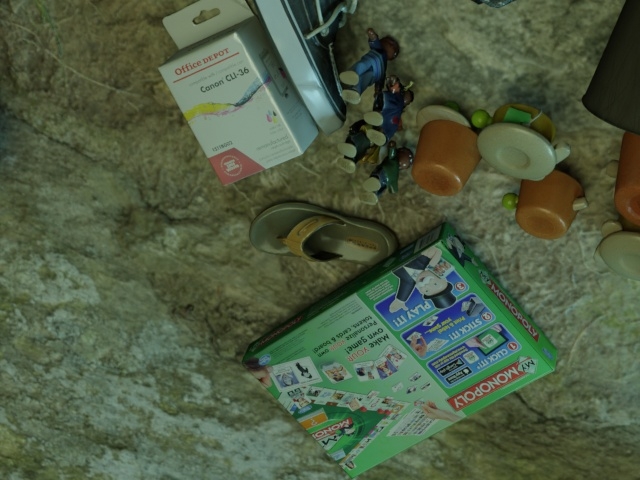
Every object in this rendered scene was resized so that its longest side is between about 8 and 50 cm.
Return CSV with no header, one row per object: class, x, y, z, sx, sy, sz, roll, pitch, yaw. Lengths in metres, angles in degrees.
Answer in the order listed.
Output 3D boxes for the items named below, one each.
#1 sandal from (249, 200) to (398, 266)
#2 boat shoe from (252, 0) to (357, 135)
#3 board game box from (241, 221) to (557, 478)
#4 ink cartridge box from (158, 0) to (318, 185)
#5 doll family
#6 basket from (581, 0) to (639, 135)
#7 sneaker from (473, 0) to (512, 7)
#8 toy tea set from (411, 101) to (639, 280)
sandal,0.000,0.000,1.876,0.180,0.049,0.072,11,119,13
boat shoe,-0.015,-0.255,1.720,0.105,0.113,0.306,-25,118,-1
board game box,0.090,0.138,1.902,0.317,0.046,0.213,-32,110,29
ink cartridge box,-0.102,-0.175,1.813,0.115,0.067,0.198,-21,107,27
doll family,0.064,-0.138,1.752,0.076,0.111,0.193,23,129,21
basket,0.384,-0.220,1.577,0.204,0.154,0.227,15,116,10
sneaker,0.240,-0.327,1.583,0.104,0.125,0.262,35,122,-1
toy tea set,0.265,-0.090,1.725,0.336,0.124,0.200,22,150,4
